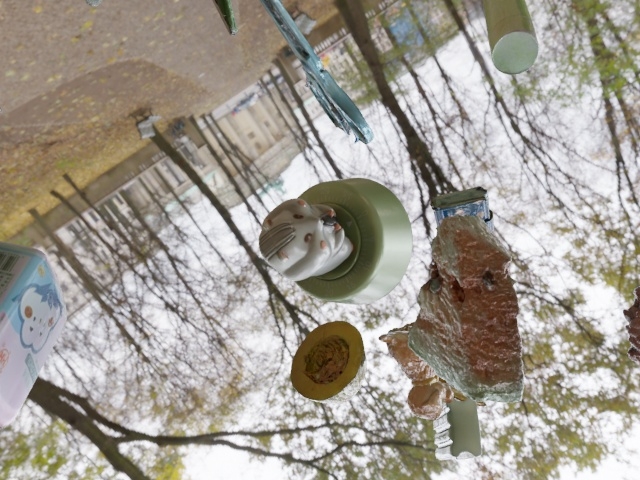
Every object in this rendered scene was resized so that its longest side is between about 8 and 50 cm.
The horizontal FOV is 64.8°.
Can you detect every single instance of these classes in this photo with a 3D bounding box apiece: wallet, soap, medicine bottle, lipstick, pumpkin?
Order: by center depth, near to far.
[{"bbox_3d":[-0.303,0.103,0.428,0.119,0.094,0.188,104,-5,-47],"label":"medicine bottle"},{"bbox_3d":[0.324,-0.379,0.875,0.076,0.076,0.304,-23,-148,31],"label":"lipstick"},{"bbox_3d":[0.296,0.417,1.110,0.066,0.198,0.119,1,-115,4],"label":"soap"},{"bbox_3d":[0.359,-0.036,1.254,0.141,0.202,0.059,-14,-138,13],"label":"wallet"},{"bbox_3d":[0.038,0.323,1.279,0.217,0.110,0.217,-28,-148,19],"label":"pumpkin"}]

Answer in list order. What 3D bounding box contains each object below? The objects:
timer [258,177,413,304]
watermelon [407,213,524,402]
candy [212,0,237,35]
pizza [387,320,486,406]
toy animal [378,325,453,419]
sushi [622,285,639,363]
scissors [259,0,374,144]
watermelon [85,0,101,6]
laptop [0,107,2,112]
[{"bbox_3d":[0.000,0.000,1.035,0.290,0.291,0.315,-24,167,30],"label":"timer"},{"bbox_3d":[0.183,0.080,0.617,0.094,0.241,0.154,-14,-153,-16],"label":"watermelon"},{"bbox_3d":[-0.118,-0.358,0.466,0.097,0.324,0.097,-9,-168,2],"label":"candy"},{"bbox_3d":[0.352,0.296,1.371,0.223,0.323,0.089,-57,171,21],"label":"pizza"},{"bbox_3d":[0.181,0.269,1.007,0.183,0.185,0.104,3,172,-43],"label":"toy animal"},{"bbox_3d":[0.696,0.171,0.948,0.270,0.237,0.170,-3,-178,-36],"label":"sushi"},{"bbox_3d":[-0.016,-0.302,0.863,0.032,0.393,0.180,-44,-135,0],"label":"scissors"},{"bbox_3d":[-0.358,-0.521,0.714,0.159,0.304,0.128,-15,-174,24],"label":"watermelon"},{"bbox_3d":[-0.342,-0.217,0.459,0.016,0.129,0.180,-22,152,-23],"label":"laptop"}]
